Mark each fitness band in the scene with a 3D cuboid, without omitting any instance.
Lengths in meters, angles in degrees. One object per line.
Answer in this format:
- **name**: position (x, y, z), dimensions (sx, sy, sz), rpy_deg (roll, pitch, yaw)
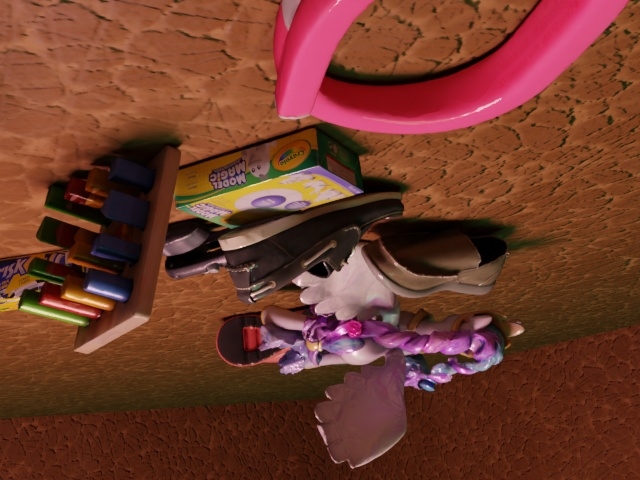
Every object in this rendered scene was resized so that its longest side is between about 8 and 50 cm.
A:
- **fitness band**: position (0.078, -0.137, 0.550), dimensions (0.208, 0.054, 0.291), rpy_deg (-4, 166, -13)

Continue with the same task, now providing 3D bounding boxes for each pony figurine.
- **pony figurine**: position (0.071, 0.143, 1.245), dimensions (0.351, 0.303, 0.363), rpy_deg (-6, -179, -37)

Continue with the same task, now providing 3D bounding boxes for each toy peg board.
- **toy peg board**: position (-0.206, 0.003, 0.757), dimensions (0.079, 0.161, 0.160), rpy_deg (19, 154, -28)

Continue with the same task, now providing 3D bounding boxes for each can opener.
- **can opener**: position (-0.104, 0.004, 0.969), dimensions (0.186, 0.059, 0.073), rpy_deg (-12, 164, 17)

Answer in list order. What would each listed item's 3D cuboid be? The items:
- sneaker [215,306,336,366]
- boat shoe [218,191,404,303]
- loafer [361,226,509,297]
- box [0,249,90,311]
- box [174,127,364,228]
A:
- **sneaker**: position (-0.034, 0.175, 1.589), dimensions (0.313, 0.116, 0.136), rpy_deg (-2, 176, 6)
- **boat shoe**: position (0.000, 0.000, 0.896), dimensions (0.233, 0.079, 0.084), rpy_deg (-21, -175, -36)
- **loafer**: position (0.159, 0.017, 1.122), dimensions (0.251, 0.094, 0.087), rpy_deg (2, 133, -42)
- **box**: position (-0.363, 0.052, 1.032), dimensions (0.168, 0.054, 0.059), rpy_deg (-8, 164, 4)
- **box**: position (-0.060, -0.054, 0.812), dimensions (0.179, 0.043, 0.105), rpy_deg (-12, 165, 24)
